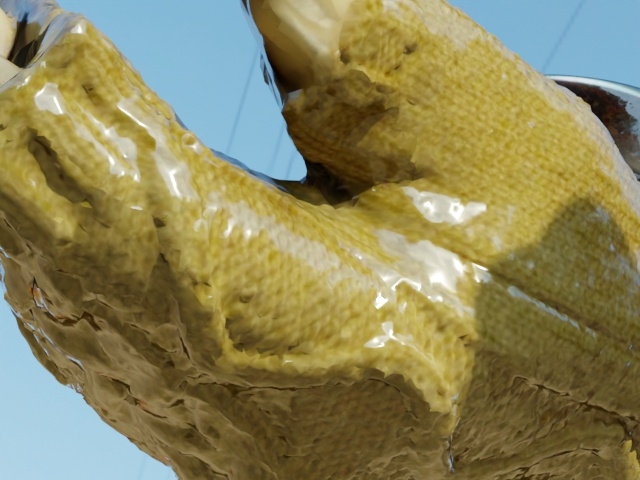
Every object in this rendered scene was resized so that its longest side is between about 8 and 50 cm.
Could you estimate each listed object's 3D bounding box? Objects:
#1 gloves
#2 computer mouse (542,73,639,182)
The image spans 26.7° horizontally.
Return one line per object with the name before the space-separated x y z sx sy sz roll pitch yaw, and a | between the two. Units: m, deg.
gloves | 0.005 0.015 0.464 0.356 0.155 0.203 31 -44 -26
computer mouse | 0.221 -0.052 0.954 0.233 0.096 0.137 33 -11 19
